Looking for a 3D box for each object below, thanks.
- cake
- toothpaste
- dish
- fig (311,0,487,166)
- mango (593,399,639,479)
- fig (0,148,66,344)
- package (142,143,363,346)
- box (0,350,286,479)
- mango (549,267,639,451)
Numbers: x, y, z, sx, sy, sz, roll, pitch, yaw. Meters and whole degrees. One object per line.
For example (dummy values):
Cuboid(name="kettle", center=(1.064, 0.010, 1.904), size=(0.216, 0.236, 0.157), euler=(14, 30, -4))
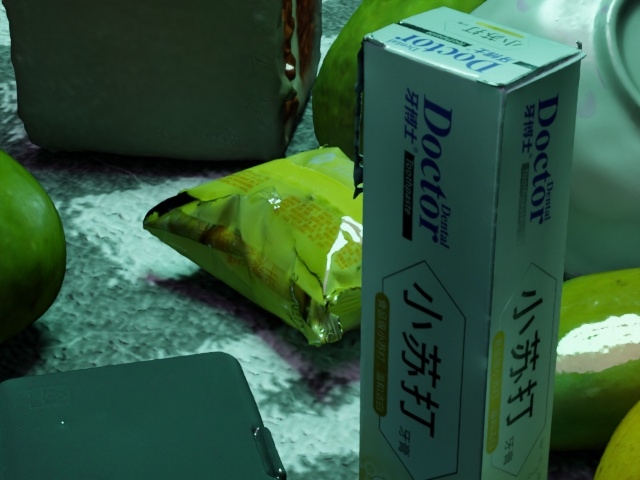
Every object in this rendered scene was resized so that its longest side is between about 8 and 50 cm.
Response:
Cuboid(name="cake", center=(-0.122, -0.233, 1.310), size=(0.230, 0.309, 0.237), euler=(1, 31, 7))
Cuboid(name="toothpaste", center=(0.066, 0.048, 0.759), size=(0.089, 0.313, 0.071), euler=(26, 38, 38))
Cuboid(name="dish", center=(0.225, -0.103, 1.116), size=(0.256, 0.117, 0.256), euler=(10, 64, -21))
Cuboid(name="fig", center=(0.093, -0.138, 1.243), size=(0.167, 0.233, 0.167), euler=(30, 37, -25))
Cuboid(name="mango", center=(0.237, 0.125, 0.810), size=(0.257, 0.138, 0.187), euler=(-14, 49, -17))
Cuboid(name="fig", center=(-0.266, -0.002, 1.018), size=(0.181, 0.191, 0.181), euler=(-33, 15, 10))
Cuboid(name="package", center=(0.000, 0.000, 1.090), size=(0.168, 0.090, 0.226), euler=(-21, 32, -29))
Cuboid(name="box", center=(-0.098, 0.142, 0.864), size=(0.160, 0.050, 0.230), euler=(-7, 28, -12))
Cuboid(name="mango", center=(0.172, 0.074, 0.957), size=(0.194, 0.092, 0.130), euler=(-20, 35, -17))
